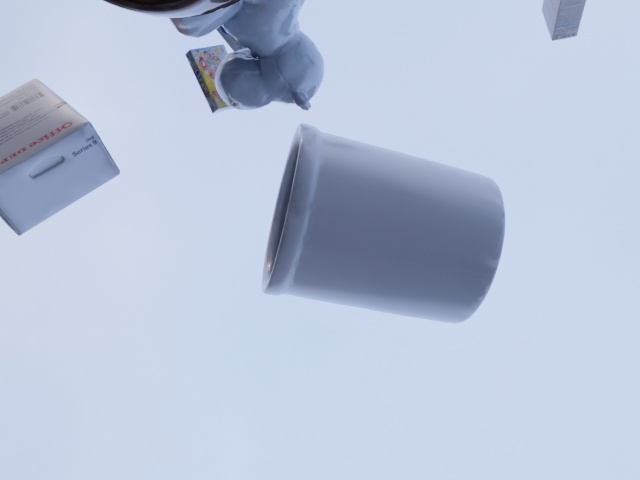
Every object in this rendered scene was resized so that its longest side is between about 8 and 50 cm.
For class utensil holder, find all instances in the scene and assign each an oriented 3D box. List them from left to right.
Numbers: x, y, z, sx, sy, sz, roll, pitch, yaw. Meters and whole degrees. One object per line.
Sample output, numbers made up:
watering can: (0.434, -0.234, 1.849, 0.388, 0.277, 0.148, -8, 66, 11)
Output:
utensil holder: (0.108, -0.020, 1.109, 0.386, 0.327, 0.327, 13, -76, -8)

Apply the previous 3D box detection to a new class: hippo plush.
hippo plush: (-0.083, -0.337, 0.900, 0.295, 0.236, 0.234, -13, -136, 10)

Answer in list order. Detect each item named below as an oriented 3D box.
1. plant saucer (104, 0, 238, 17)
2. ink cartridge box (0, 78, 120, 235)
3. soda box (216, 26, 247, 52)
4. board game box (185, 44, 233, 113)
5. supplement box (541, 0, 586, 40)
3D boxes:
plant saucer: (-0.188, -0.316, 0.509, 0.311, 0.310, 0.050, -4, -123, 37)
ink cartridge box: (-0.536, -0.162, 1.053, 0.289, 0.211, 0.121, 36, -25, 40)
soda box: (-0.218, -0.544, 1.549, 0.069, 0.074, 0.216, -40, -91, 5)
board game box: (-0.247, -0.392, 1.387, 0.026, 0.103, 0.154, -21, -85, 49)
supplement box: (0.328, -0.328, 0.769, 0.036, 0.098, 0.062, -9, -115, 9)
